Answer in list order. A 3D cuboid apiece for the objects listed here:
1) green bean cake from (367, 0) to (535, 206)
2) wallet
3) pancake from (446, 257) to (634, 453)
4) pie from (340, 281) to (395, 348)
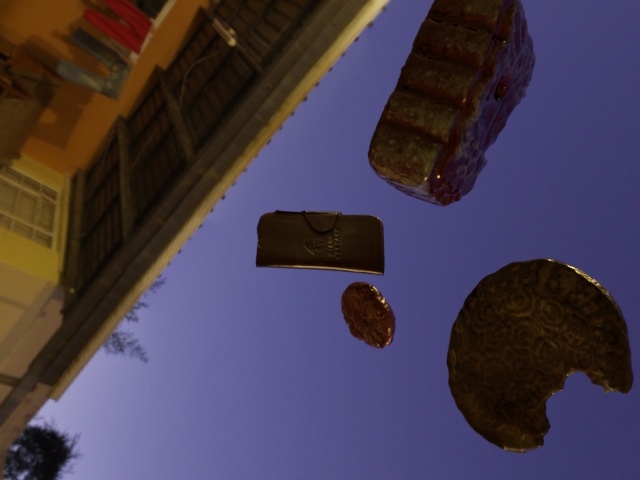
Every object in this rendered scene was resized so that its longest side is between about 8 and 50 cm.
[{"bbox_3d":[0.157,-0.154,0.593,0.097,0.199,0.232,26,-87,25],"label":"green bean cake"},{"bbox_3d":[0.000,0.000,1.036,0.031,0.256,0.137,104,-12,-62],"label":"wallet"},{"bbox_3d":[0.301,0.167,0.751,0.286,0.033,0.288,9,-90,54],"label":"pancake"},{"bbox_3d":[0.097,0.155,1.079,0.154,0.036,0.154,29,-52,44],"label":"pie"}]
